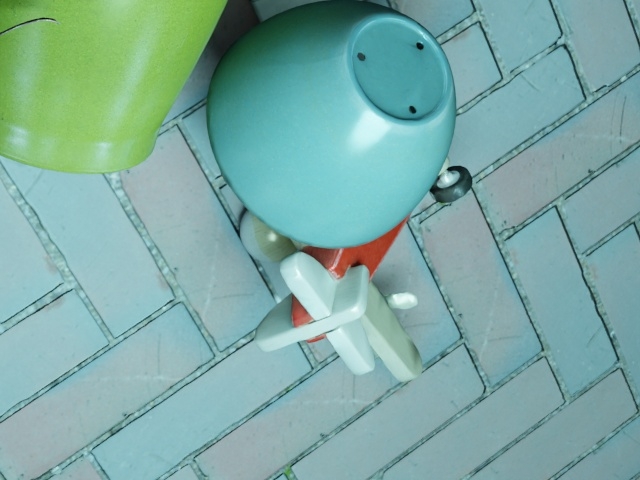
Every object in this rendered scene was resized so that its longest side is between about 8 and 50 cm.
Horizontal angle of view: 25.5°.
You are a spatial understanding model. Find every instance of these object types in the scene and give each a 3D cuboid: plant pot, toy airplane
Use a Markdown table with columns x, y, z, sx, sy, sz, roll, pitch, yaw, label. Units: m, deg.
| x | y | z | sx | sy | sz | roll | pitch | yaw | label |
| --- | --- | --- | --- | --- | --- | --- | --- | --- | --- |
| 0.041 | -0.158 | 1.602 | 0.290 | 0.195 | 0.290 | 10 | 68 | -26 | plant pot |
| -0.265 | -0.277 | 1.557 | 0.366 | 0.366 | 0.353 | 3 | 119 | -28 | plant pot |
| 0.000 | 0.000 | 1.811 | 0.384 | 0.272 | 0.386 | 0 | 85 | -51 | toy airplane |

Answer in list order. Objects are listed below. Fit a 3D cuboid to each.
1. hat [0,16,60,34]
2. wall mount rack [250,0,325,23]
| x | y | z | sx | sy | sz | roll | pitch | yaw | label |
| --- | --- | --- | --- | --- | --- | --- | --- | --- | --- |
| -0.409 | -0.162 | 1.383 | 0.173 | 0.183 | 0.208 | 21 | 88 | -50 | hat |
| 0.011 | -0.368 | 1.760 | 0.304 | 0.130 | 0.350 | -34 | 121 | -12 | wall mount rack |
